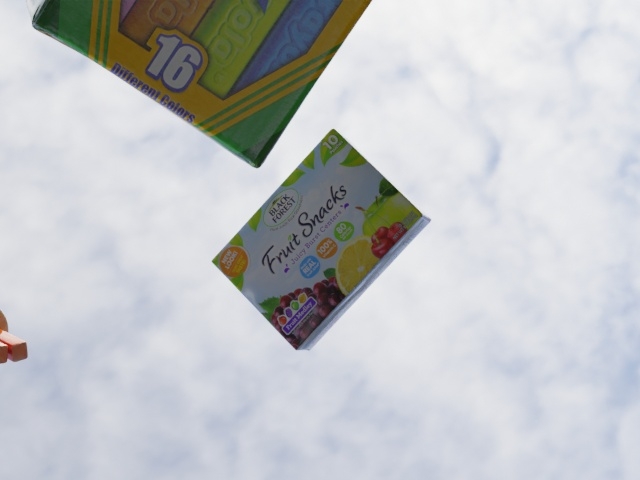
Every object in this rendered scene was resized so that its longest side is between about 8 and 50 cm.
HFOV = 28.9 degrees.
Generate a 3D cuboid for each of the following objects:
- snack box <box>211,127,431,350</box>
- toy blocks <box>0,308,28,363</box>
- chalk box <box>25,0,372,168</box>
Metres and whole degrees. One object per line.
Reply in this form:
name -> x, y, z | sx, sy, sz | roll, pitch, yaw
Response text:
snack box -> 0.000, 0.000, 0.948 | 0.100, 0.141, 0.037 | 45, -172, 18
toy blocks -> -0.257, 0.057, 0.871 | 0.123, 0.148, 0.054 | 41, -110, -43
chalk box -> -0.036, -0.169, 0.617 | 0.132, 0.132, 0.213 | 32, -84, -21
